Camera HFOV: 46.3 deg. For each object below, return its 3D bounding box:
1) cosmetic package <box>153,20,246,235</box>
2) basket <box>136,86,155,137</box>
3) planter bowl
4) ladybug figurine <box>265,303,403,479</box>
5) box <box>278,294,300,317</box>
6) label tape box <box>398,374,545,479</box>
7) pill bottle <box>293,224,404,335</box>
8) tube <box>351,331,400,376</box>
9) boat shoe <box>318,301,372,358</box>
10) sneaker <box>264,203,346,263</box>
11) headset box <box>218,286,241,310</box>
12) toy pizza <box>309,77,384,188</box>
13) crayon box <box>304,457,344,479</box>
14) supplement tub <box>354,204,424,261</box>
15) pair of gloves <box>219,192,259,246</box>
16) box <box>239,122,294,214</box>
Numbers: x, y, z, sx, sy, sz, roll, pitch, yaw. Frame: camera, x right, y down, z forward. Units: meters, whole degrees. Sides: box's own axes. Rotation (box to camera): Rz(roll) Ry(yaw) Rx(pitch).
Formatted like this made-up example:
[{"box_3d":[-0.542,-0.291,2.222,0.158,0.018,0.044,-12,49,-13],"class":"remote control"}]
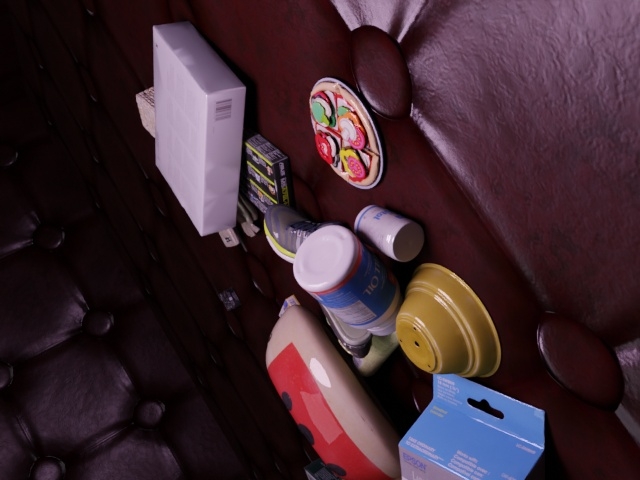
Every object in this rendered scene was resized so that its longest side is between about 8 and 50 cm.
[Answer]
[{"box_3d":[-0.275,-0.243,1.648,0.284,0.097,0.377,50,146,34],"class":"cosmetic package"},{"box_3d":[-0.377,-0.310,1.872,0.167,0.103,0.113,42,149,39],"class":"basket"},{"box_3d":[0.189,0.153,1.240,0.217,0.090,0.217,46,153,33],"class":"planter bowl"},{"box_3d":[0.024,0.347,1.615,0.449,0.162,0.305,54,180,25],"class":"ladybug figurine"},{"box_3d":[-0.068,0.199,1.902,0.081,0.028,0.136,55,154,15],"class":"box"},{"box_3d":[0.252,0.412,1.262,0.241,0.106,0.333,15,118,49],"class":"label tape box"},{"box_3d":[0.062,0.078,1.289,0.124,0.124,0.221,36,176,45],"class":"pill bottle"},{"box_3d":[0.119,0.199,1.486,0.240,0.070,0.062,109,165,-56],"class":"tube"},{"box_3d":[0.041,0.132,1.469,0.227,0.081,0.068,-114,10,-45],"class":"boat shoe"},{"box_3d":[0.000,0.000,1.464,0.300,0.111,0.121,37,140,31],"class":"sneaker"},{"box_3d":[-0.281,0.182,2.315,0.062,0.032,0.083,61,158,2],"class":"headset box"},{"box_3d":[0.035,-0.175,1.262,0.201,0.032,0.201,46,152,33],"class":"toy pizza"},{"box_3d":[0.076,0.823,2.233,0.202,0.081,0.318,20,133,58],"class":"crayon box"},{"box_3d":[0.112,-0.013,1.237,0.107,0.071,0.071,28,140,51],"class":"supplement tub"},{"box_3d":[-0.238,-0.087,1.881,0.204,0.042,0.240,54,153,-6],"class":"pair of gloves"},{"box_3d":[-0.127,-0.142,1.622,0.191,0.045,0.184,41,147,41],"class":"box"}]
